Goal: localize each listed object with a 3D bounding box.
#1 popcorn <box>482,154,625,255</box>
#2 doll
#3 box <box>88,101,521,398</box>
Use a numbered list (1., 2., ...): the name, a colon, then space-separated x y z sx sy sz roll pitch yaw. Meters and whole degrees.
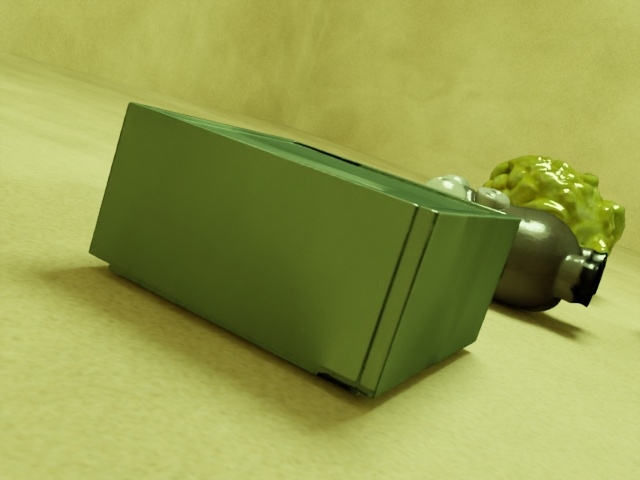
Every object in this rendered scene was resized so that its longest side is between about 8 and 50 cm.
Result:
1. popcorn: 0.357 -0.031 1.143 0.235 0.180 0.217 34 16 34
2. doll: 0.195 0.005 0.856 0.257 0.117 0.182 25 18 22
3. box: 0.000 0.000 0.543 0.225 0.117 0.225 22 10 25
